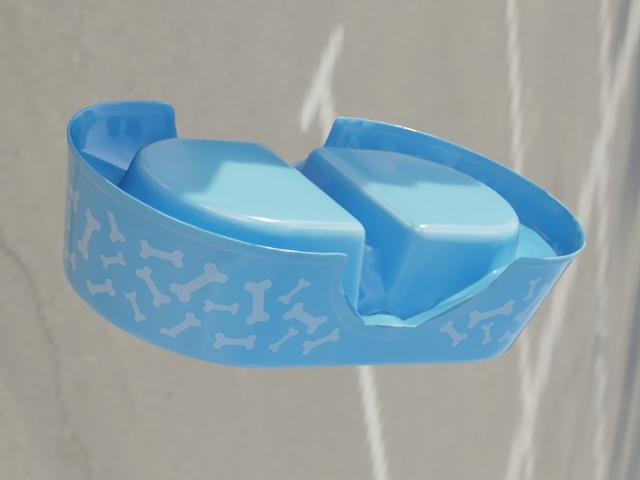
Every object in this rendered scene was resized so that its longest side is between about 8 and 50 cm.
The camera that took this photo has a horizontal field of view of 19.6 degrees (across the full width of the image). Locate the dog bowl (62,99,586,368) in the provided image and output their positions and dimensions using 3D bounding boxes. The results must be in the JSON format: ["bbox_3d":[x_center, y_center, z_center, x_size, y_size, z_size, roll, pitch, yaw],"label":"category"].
[{"bbox_3d":[0.000,0.000,0.948,0.297,0.166,0.074,1,117,-39],"label":"dog bowl"}]
